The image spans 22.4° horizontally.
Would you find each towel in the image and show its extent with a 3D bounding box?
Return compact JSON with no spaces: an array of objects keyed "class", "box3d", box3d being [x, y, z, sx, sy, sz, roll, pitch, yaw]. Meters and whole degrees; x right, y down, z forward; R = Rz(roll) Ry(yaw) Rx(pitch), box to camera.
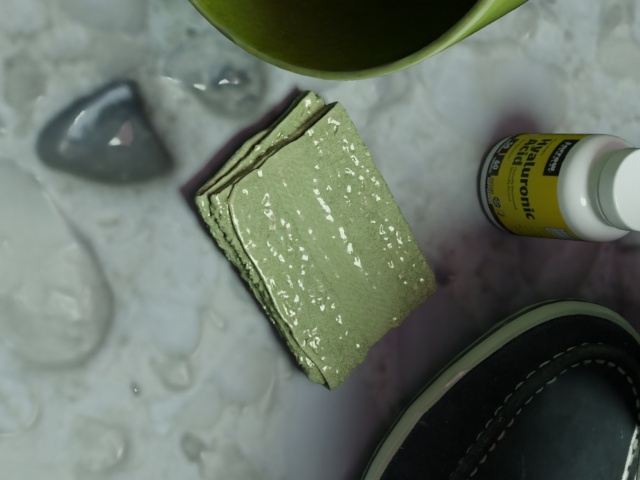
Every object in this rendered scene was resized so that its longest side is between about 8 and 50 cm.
[{"class":"towel","box3d":[0.000,0.000,0.920,0.110,0.027,0.148,-42,112,-24]}]

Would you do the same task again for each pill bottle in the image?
[{"class":"pill bottle","box3d":[0.153,-0.032,0.959,0.065,0.116,0.065,-2,94,-32]}]

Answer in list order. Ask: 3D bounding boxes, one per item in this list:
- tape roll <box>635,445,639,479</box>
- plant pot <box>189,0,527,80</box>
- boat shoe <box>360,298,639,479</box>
[{"class":"tape roll","box3d":[0.210,0.202,0.896,0.392,0.072,0.392,6,90,-75]},{"class":"plant pot","box3d":[0.088,-0.247,0.841,0.293,0.274,0.275,-22,105,-45]},{"class":"boat shoe","box3d":[0.070,0.254,0.908,0.187,0.156,0.500,43,70,-25]}]
